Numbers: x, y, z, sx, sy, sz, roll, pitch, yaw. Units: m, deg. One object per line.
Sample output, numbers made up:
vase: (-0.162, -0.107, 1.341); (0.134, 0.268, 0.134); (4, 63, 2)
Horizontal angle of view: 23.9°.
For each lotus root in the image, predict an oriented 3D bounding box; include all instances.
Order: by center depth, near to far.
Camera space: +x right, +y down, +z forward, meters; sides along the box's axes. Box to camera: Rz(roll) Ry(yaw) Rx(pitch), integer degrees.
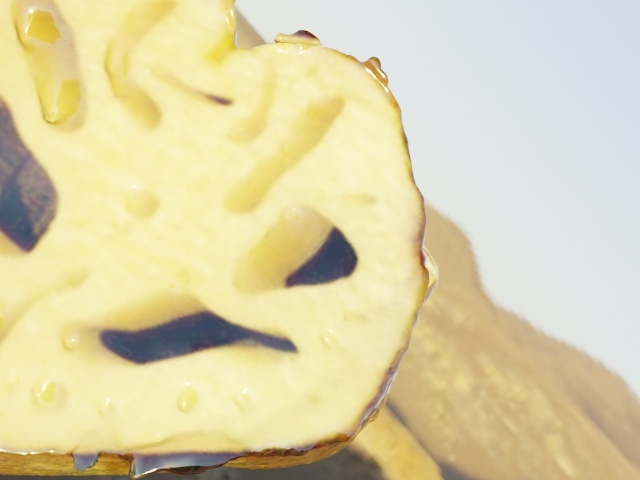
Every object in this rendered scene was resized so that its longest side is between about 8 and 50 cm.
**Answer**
lotus root: (-0.117, -0.010, 0.958); (0.390, 0.375, 0.111); (42, -28, 5)

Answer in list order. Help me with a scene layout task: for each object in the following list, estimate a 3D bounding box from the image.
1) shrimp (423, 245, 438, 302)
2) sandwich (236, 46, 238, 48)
shrimp: (0.000, 0.002, 1.528); (0.251, 0.052, 0.143); (21, 37, -4)
sandwich: (-0.153, -0.120, 1.658); (0.187, 0.117, 0.144); (-53, 133, -55)
